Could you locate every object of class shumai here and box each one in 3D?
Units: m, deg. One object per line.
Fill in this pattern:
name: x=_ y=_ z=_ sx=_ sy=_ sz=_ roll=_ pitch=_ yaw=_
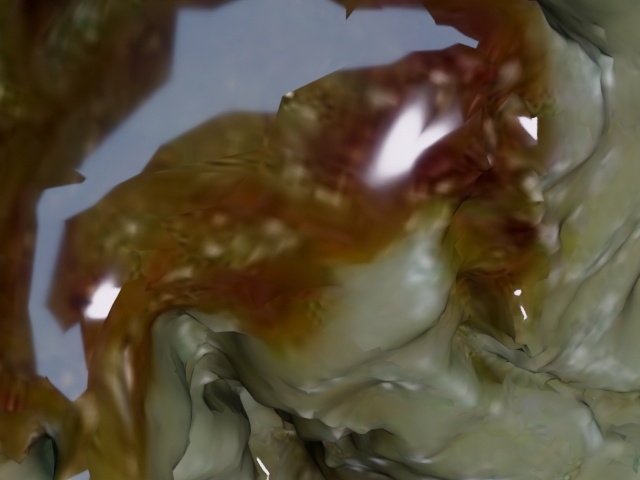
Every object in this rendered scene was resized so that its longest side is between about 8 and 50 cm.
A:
shumai: x=0.000 y=0.000 z=0.621 sx=0.397 sy=0.323 sz=0.324 roll=18 pitch=88 yaw=19
